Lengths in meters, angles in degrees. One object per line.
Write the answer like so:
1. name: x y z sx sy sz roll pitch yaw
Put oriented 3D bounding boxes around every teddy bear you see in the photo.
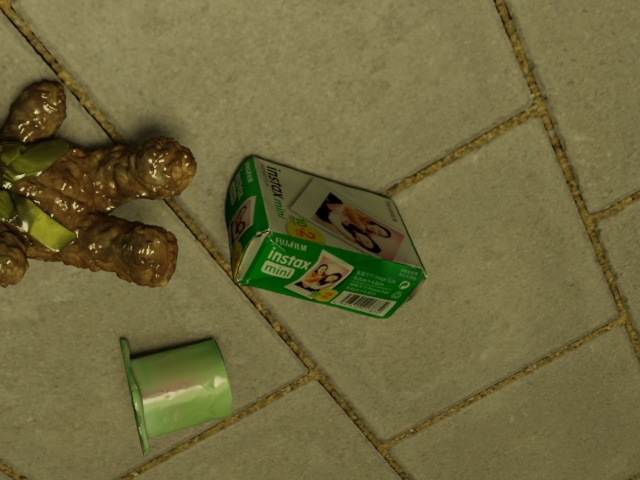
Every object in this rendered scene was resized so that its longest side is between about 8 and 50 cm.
1. teddy bear: -0.317 -0.067 0.899 0.296 0.246 0.222 4 167 23

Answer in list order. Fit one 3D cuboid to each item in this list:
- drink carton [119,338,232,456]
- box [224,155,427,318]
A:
1. drink carton: -0.209 0.221 1.190 0.142 0.146 0.144 -12 129 -18
2. box: 0.000 0.000 1.058 0.250 0.180 0.103 16 123 -27
